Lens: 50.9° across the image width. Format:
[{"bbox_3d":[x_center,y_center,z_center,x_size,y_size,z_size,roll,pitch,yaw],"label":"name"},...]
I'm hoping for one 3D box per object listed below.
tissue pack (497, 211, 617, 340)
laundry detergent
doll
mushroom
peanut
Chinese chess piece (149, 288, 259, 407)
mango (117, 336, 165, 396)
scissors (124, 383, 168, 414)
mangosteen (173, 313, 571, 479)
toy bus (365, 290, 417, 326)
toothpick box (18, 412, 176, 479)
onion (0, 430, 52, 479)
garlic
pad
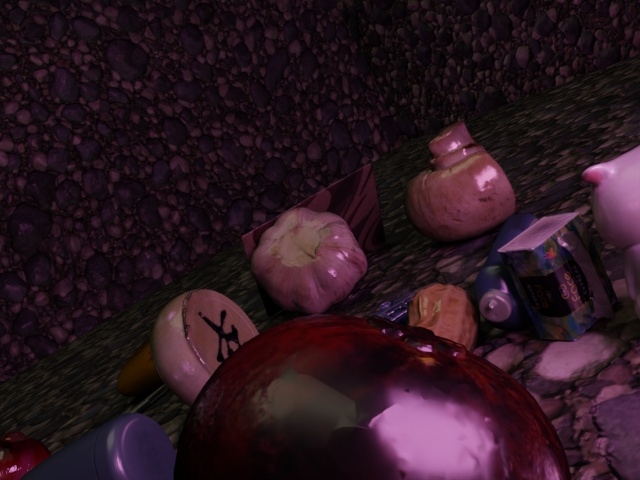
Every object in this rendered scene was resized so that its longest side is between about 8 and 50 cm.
[{"bbox_3d":[0.257,0.037,0.700,0.085,0.111,0.079,-32,11,-27],"label":"tissue pack"},{"bbox_3d":[0.229,0.042,0.798,0.061,0.096,0.206,-3,20,29],"label":"laundry detergent"},{"bbox_3d":[0.312,-0.003,0.597,0.110,0.180,0.107,-29,-4,2],"label":"doll"},{"bbox_3d":[0.238,-0.096,1.237,0.189,0.195,0.253,-31,6,3],"label":"mushroom"},{"bbox_3d":[0.132,0.106,0.754,0.083,0.093,0.194,6,20,21],"label":"peanut"},{"bbox_3d":[-0.157,0.160,0.978,0.083,0.188,0.188,-38,5,21],"label":"Chinese chess piece"},{"bbox_3d":[-0.317,0.236,1.322,0.195,0.098,0.137,-34,14,-8],"label":"mango"},{"bbox_3d":[-0.327,0.303,1.230,0.119,0.014,0.058,-38,14,-34],"label":"scissors"},{"bbox_3d":[0.020,0.177,0.407,0.235,0.236,0.261,-147,76,-80],"label":"mangosteen"},{"bbox_3d":[0.079,0.128,0.920,0.166,0.047,0.065,-30,13,-19],"label":"toy bus"},{"bbox_3d":[-0.274,0.294,0.806,0.184,0.120,0.120,-29,9,15],"label":"toothpick box"},{"bbox_3d":[-0.481,0.359,1.041,0.131,0.131,0.131,-27,9,5],"label":"onion"},{"bbox_3d":[-0.009,0.059,1.294,0.219,0.218,0.212,-28,-32,0],"label":"garlic"},{"bbox_3d":[0.000,0.000,1.399,0.330,0.220,0.004,-32,39,-22],"label":"pad"}]
